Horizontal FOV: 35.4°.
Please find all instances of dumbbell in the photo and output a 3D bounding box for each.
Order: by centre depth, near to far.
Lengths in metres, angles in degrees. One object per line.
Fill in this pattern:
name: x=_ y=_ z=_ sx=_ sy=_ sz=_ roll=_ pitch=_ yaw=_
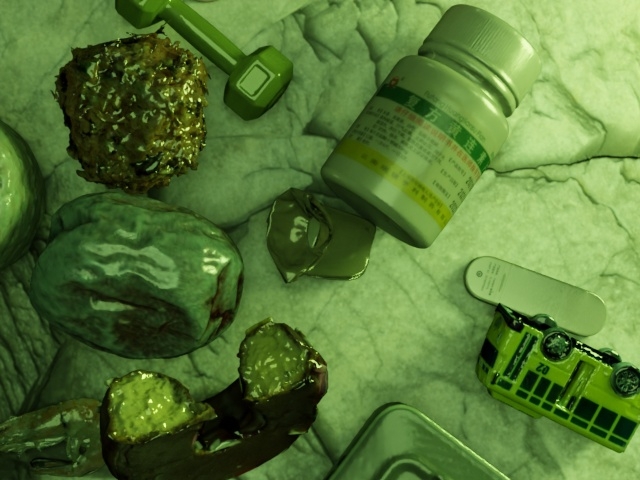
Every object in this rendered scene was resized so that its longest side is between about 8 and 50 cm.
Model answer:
dumbbell: x=-0.182 y=-0.319 z=1.575 sx=0.302 sy=0.108 sz=0.121 roll=41 pitch=94 yaw=-1

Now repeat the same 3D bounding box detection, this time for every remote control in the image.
remote control: x=0.351 y=0.090 z=1.633 sx=0.245 sy=0.022 sz=0.077 roll=20 pitch=84 yaw=-2

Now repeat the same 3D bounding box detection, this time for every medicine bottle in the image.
medicine bottle: x=0.175 y=-0.177 z=1.543 sx=0.208 sy=0.208 sz=0.339 roll=36 pitch=86 yaw=-1

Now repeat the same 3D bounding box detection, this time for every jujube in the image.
jujube: x=-0.263 y=0.051 z=1.496 sx=0.308 sy=0.215 sz=0.246 roll=21 pitch=122 yaw=-14

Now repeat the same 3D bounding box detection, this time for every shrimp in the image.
shrimp: x=-0.423 y=0.321 z=1.565 sx=0.223 sy=0.047 sz=0.126 roll=-14 pitch=98 yaw=-5

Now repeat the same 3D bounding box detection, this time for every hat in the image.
hat: x=0.000 y=0.000 z=1.601 sx=0.175 sy=0.085 sz=0.147 roll=14 pitch=99 yaw=-26

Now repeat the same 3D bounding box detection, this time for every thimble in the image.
thimble: x=-0.566 y=-0.078 z=1.500 sx=0.291 sy=0.195 sz=0.291 roll=0 pitch=88 yaw=-3

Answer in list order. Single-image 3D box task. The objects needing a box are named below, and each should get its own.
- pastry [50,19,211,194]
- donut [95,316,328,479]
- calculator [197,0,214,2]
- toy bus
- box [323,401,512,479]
pastry: x=-0.291 y=-0.197 z=1.497 sx=0.275 sy=0.193 sz=0.275 roll=-5 pitch=76 yaw=19
donut: x=-0.155 y=0.257 z=1.489 sx=0.345 sy=0.259 sz=0.136 roll=-19 pitch=57 yaw=-14
calculator: x=-0.194 y=-0.469 z=1.627 sx=0.103 sy=0.024 sz=0.166 roll=-14 pitch=89 yaw=-4
toy bus: x=0.375 y=0.214 z=1.569 sx=0.262 sy=0.128 sz=0.150 roll=26 pitch=97 yaw=-3
box: x=0.148 y=0.505 z=1.554 sx=0.396 sy=0.111 sz=0.396 roll=36 pitch=86 yaw=0
